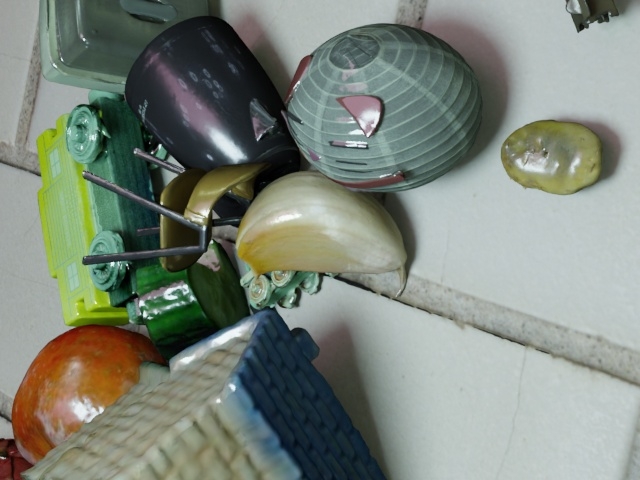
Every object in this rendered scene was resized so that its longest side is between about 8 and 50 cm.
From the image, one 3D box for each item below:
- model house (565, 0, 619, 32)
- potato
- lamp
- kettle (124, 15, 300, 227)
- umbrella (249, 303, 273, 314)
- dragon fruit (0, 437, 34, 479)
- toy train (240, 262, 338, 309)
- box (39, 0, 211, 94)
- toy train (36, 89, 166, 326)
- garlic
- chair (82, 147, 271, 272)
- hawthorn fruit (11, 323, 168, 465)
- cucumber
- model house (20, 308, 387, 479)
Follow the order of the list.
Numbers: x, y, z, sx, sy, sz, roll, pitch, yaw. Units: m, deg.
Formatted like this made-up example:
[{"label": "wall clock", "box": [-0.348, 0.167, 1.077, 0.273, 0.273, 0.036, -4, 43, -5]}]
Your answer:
[{"label": "model house", "box": [0.309, -0.378, 1.214, 0.211, 0.204, 0.243, -176, 64, -83]}, {"label": "potato", "box": [0.289, -0.103, 1.263, 0.137, 0.070, 0.092, 15, 94, 41]}, {"label": "lamp", "box": [0.078, -0.178, 1.349, 0.265, 0.233, 0.233, 20, 99, 39]}, {"label": "kettle", "box": [-0.151, -0.160, 1.615, 0.290, 0.207, 0.268, 51, 145, 19]}, {"label": "umbrella", "box": [-0.074, 0.140, 1.596, 0.036, 0.031, 0.133, -33, 60, 6]}, {"label": "dragon fruit", "box": [-0.593, 0.485, 1.888, 0.298, 0.244, 0.245, 18, 98, 19]}, {"label": "toy train", "box": [-0.047, 0.024, 1.556, 0.194, 0.080, 0.125, -39, 52, 32]}, {"label": "box", "box": [-0.325, -0.357, 1.712, 0.166, 0.290, 0.221, -22, 69, 51]}, {"label": "toy train", "box": [-0.380, -0.046, 1.811, 0.272, 0.179, 0.442, -29, 68, 44]}, {"label": "garlic", "box": [0.007, -0.013, 1.427, 0.244, 0.145, 0.164, 8, 106, 4]}, {"label": "chair", "box": [-0.196, -0.044, 1.463, 0.246, 0.158, 0.173, 11, 110, 18]}, {"label": "hawthorn fruit", "box": [-0.377, 0.276, 1.704, 0.284, 0.284, 0.285, -6, 81, 42]}, {"label": "cucumber", "box": [-0.206, 0.100, 1.602, 0.130, 0.191, 0.191, -24, 68, 14]}, {"label": "model house", "box": [-0.129, 0.335, 1.412, 0.395, 0.400, 0.445, 54, 155, -15]}]
